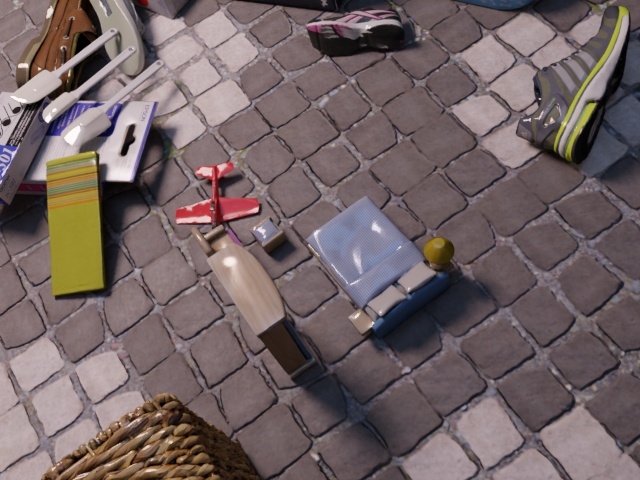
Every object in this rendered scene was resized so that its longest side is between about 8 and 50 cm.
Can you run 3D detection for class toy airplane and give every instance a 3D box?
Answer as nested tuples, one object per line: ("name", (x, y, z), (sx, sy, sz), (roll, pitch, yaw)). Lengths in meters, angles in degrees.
("toy airplane", (-0.176, -0.075, 1.238), (0.151, 0.028, 0.151), (-6, 62, 11))

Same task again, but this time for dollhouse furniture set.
("dollhouse furniture set", (0.000, 0.000, 1.066), (0.303, 0.198, 0.286), (-34, 62, -7))

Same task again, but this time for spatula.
("spatula", (-0.407, -0.283, 1.317), (0.168, 0.019, 0.242), (35, 61, 14))

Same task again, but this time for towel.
("towel", (-0.411, -0.029, 1.231), (0.102, 0.021, 0.237), (-9, 80, 15))

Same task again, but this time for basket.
("basket", (-0.168, 0.354, 0.857), (0.214, 0.299, 0.223), (-34, 61, -6))

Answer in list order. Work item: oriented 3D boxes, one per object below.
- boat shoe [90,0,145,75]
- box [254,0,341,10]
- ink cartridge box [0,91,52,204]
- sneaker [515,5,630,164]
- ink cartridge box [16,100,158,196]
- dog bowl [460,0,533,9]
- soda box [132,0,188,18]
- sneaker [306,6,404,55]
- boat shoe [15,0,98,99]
("boat shoe", (-0.383, -0.429, 1.428), (0.079, 0.081, 0.227), (-25, 85, 29))
("box", (-0.068, -0.628, 1.419), (0.297, 0.182, 0.293), (12, 67, 19))
("ink cartridge box", (-0.553, -0.165, 1.284), (0.097, 0.046, 0.207), (8, 64, 16))
("sneaker", (0.411, -0.266, 1.173), (0.121, 0.111, 0.299), (20, 67, 25))
("ink cartridge box", (-0.476, -0.171, 1.332), (0.371, 0.069, 0.175), (2, 63, 16))
("dog bowl", (0.283, -0.514, 1.346), (0.297, 0.074, 0.165), (20, 69, 20))
("soda box", (-0.372, -0.532, 1.496), (0.216, 0.069, 0.073), (27, 71, 22))
("sneaker", (0.064, -0.389, 1.339), (0.179, 0.072, 0.077), (3, 51, 4))
("boat shoe", (-0.484, -0.393, 1.431), (0.105, 0.110, 0.307), (10, 61, 1))
